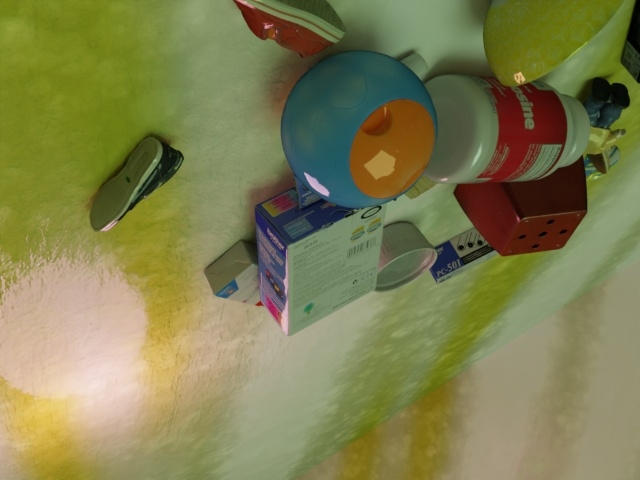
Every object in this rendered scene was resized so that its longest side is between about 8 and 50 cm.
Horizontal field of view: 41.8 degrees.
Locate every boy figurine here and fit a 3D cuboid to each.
[{"bbox_3d":[0.697,-0.286,2.171,0.177,0.092,0.285,12,147,-2],"label":"boy figurine"}]

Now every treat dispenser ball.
[{"bbox_3d":[0.070,-0.203,1.543,0.288,0.288,0.288,-22,153,-12],"label":"treat dispenser ball"}]

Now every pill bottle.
[{"bbox_3d":[0.403,-0.243,1.847,0.408,0.229,0.229,-6,146,-38],"label":"pill bottle"}]

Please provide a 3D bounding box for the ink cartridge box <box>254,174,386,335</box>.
[{"bbox_3d":[0.000,0.000,1.905,0.270,0.151,0.395,-27,146,-24],"label":"ink cartridge box"}]

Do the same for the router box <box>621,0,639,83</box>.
[{"bbox_3d":[0.835,-0.524,1.915,0.243,0.081,0.309,-27,153,-2],"label":"router box"}]

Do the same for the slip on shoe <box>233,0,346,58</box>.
[{"bbox_3d":[-0.083,-0.364,1.316,0.101,0.123,0.331,-36,157,24],"label":"slip on shoe"}]

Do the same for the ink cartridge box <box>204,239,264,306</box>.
[{"bbox_3d":[-0.159,0.087,2.070,0.134,0.078,0.231,-39,151,19],"label":"ink cartridge box"}]

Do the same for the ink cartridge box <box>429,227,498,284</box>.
[{"bbox_3d":[0.417,0.040,2.500,0.207,0.097,0.046,-26,153,-3],"label":"ink cartridge box"}]

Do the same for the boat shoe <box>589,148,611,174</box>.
[{"bbox_3d":[0.766,-0.259,2.280,0.059,0.063,0.170,-34,123,-13],"label":"boat shoe"}]

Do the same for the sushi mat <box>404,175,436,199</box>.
[{"bbox_3d":[0.222,-0.188,2.005,0.151,0.019,0.316,-34,152,14],"label":"sushi mat"}]

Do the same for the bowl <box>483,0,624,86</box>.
[{"bbox_3d":[0.399,-0.441,1.541,0.289,0.289,0.156,-39,108,22],"label":"bowl"}]

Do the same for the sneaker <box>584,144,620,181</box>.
[{"bbox_3d":[0.733,-0.216,2.351,0.240,0.091,0.126,-29,153,3],"label":"sneaker"}]

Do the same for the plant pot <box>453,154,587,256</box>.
[{"bbox_3d":[0.527,-0.111,2.128,0.267,0.235,0.267,-7,148,-13],"label":"plant pot"}]

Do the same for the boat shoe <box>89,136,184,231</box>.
[{"bbox_3d":[-0.349,-0.093,1.573,0.233,0.084,0.079,-43,149,22],"label":"boat shoe"}]

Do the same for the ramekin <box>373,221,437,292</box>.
[{"bbox_3d":[0.204,0.042,2.293,0.207,0.109,0.207,-22,152,-12],"label":"ramekin"}]

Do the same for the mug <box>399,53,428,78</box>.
[{"bbox_3d":[0.176,-0.341,1.669,0.064,0.078,0.062,-38,120,0],"label":"mug"}]
